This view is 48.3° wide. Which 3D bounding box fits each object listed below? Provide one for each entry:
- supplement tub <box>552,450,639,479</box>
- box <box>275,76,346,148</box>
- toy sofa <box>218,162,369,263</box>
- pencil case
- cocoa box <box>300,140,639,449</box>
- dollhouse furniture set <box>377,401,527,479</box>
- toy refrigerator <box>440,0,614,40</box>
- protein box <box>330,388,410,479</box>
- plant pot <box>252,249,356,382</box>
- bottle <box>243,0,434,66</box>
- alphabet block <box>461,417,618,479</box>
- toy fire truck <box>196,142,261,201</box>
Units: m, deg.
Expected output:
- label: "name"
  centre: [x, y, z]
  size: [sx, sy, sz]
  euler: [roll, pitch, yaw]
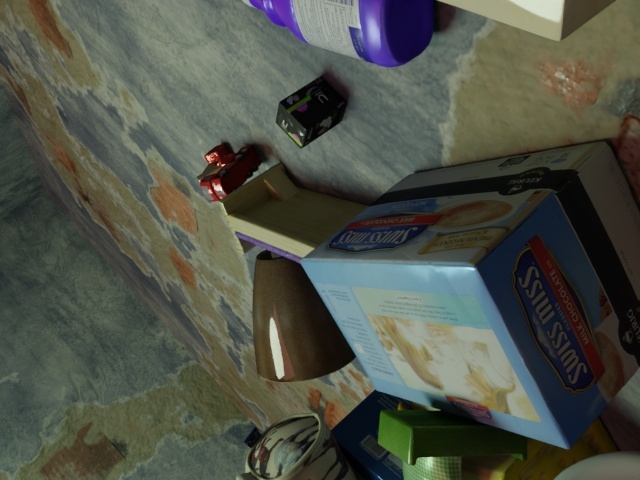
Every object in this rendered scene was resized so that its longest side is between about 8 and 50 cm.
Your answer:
- label: "supplement tub"
  centre: [0.410, 0.436, 0.857]
  size: [0.241, 0.241, 0.331]
  euler: [17, 150, 52]
- label: "box"
  centre: [-0.015, -0.188, 1.049]
  size: [0.062, 0.083, 0.052]
  euler: [46, 154, 13]
- label: "toy sofa"
  centre: [0.000, 0.000, 1.193]
  size: [0.362, 0.150, 0.177]
  euler: [20, 138, 50]
- label: "pencil case"
  centre: [0.003, 0.515, 1.337]
  size: [0.411, 0.183, 0.160]
  euler: [64, 170, -25]
- label: "cocoa box"
  centre: [0.184, 0.055, 0.852]
  size: [0.347, 0.228, 0.232]
  euler: [-1, 123, 60]
- label: "dollhouse furniture set"
  centre: [0.122, 0.307, 0.930]
  size: [0.301, 0.151, 0.198]
  euler: [175, 98, -73]
- label: "toy refrigerator"
  centre: [0.136, -0.276, 0.655]
  size: [0.269, 0.102, 0.094]
  euler: [33, 149, 35]
- label: "protein box"
  centre: [0.161, 0.393, 1.365]
  size: [0.199, 0.201, 0.136]
  euler: [31, 148, 39]
- label: "plant pot"
  centre: [-0.048, 0.128, 1.417]
  size: [0.215, 0.215, 0.231]
  euler: [10, 116, 56]
- label: "bottle"
  centre: [0.007, -0.293, 0.864]
  size: [0.282, 0.092, 0.118]
  euler: [29, 146, 41]
- label: "alphabet block"
  centre: [0.304, 0.341, 1.063]
  size: [0.192, 0.193, 0.197]
  euler: [57, 155, -12]
- label: "toy fire truck"
  centre: [-0.189, -0.132, 1.362]
  size: [0.135, 0.192, 0.047]
  euler: [-11, 118, 31]
